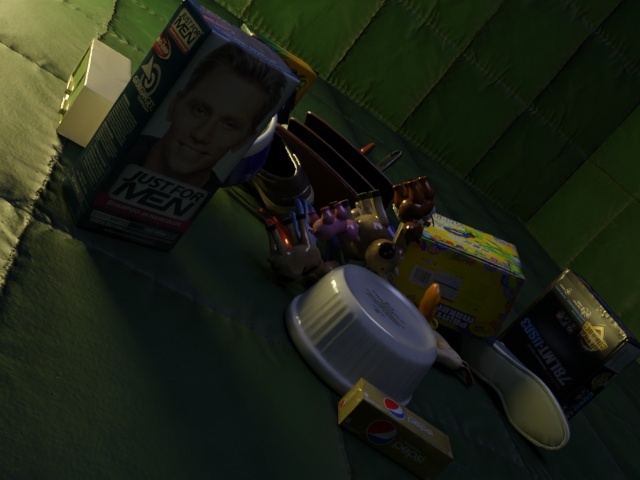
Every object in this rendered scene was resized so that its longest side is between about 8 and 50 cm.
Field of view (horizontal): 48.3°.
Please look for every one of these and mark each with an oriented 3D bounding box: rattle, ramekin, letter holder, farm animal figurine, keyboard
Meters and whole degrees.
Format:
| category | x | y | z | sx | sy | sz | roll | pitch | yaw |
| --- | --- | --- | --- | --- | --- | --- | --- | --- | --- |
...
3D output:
| category | x | y | z | sx | sy | sz | roll | pitch | yaw |
| --- | --- | --- | --- | --- | --- | --- | --- | --- | --- |
| rattle | 0.278 | 0.201 | 1.515 | 0.200 | 0.142 | 0.130 | 34 | 0 | 2 |
| ramekin | 0.081 | 0.158 | 1.235 | 0.273 | 0.127 | 0.273 | 35 | 19 | -14 |
| letter holder | 0.027 | -0.174 | 1.703 | 0.302 | 0.152 | 0.214 | 43 | -24 | 11 |
| farm animal figurine | 0.074 | 0.002 | 1.388 | 0.327 | 0.331 | 0.172 | -46 | 119 | -82 |
| keyboard | -0.105 | -0.417 | 2.122 | 0.023 | 0.180 | 0.108 | 23 | 25 | 23 |

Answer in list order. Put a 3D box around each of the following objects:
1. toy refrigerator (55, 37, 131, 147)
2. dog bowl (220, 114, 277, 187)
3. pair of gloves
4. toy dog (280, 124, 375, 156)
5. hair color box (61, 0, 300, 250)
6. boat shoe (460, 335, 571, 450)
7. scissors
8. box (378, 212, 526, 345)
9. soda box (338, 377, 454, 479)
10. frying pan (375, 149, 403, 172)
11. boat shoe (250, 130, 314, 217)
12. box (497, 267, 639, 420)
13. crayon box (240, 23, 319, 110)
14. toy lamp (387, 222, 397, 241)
| category | x | y | z | sx | sy | sz | roll | pitch | yaw |
| --- | --- | --- | --- | --- | --- | --- | --- | --- | --- |
| toy refrigerator | -0.416 | -0.274 | 1.315 | 0.094 | 0.102 | 0.269 | 30 | 21 | -29 |
| dog bowl | -0.223 | -0.227 | 1.397 | 0.265 | 0.104 | 0.264 | 10 | 44 | -10 |
| pair of gloves | 0.000 | 0.000 | 1.489 | 0.198 | 0.023 | 0.159 | 17 | 66 | -53 |
| toy dog | 0.034 | -0.262 | 2.061 | 0.334 | 0.161 | 0.220 | 15 | 27 | -53 |
| hair color box | -0.210 | -0.156 | 1.049 | 0.174 | 0.347 | 0.105 | 19 | 28 | -46 |
| boat shoe | 0.442 | 0.325 | 1.571 | 0.099 | 0.116 | 0.319 | 15 | 25 | -44 |
| scissors | -0.109 | -0.047 | 1.522 | 0.297 | 0.021 | 0.109 | 43 | 21 | 14 |
| box | 0.300 | 0.067 | 1.675 | 0.290 | 0.177 | 0.279 | 23 | 18 | 5 |
| soda box | 0.115 | 0.292 | 1.094 | 0.181 | 0.061 | 0.058 | 35 | 18 | -14 |
| frying pan | 0.094 | -0.163 | 1.928 | 0.197 | 0.053 | 0.326 | 17 | 43 | 8 |
| boat shoe | -0.132 | -0.204 | 1.566 | 0.355 | 0.132 | 0.130 | 44 | -26 | 30 |
| box | 0.567 | 0.256 | 1.689 | 0.073 | 0.293 | 0.295 | 33 | 20 | -25 |
| crayon box | -0.154 | -0.482 | 2.147 | 0.319 | 0.202 | 0.081 | 21 | 26 | -42 |
| toy lamp | 0.126 | -0.066 | 1.924 | 0.080 | 0.080 | 0.274 | 15 | 30 | -52 |
